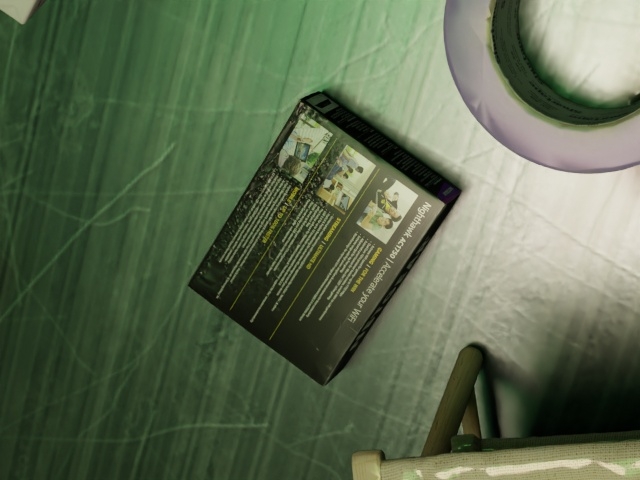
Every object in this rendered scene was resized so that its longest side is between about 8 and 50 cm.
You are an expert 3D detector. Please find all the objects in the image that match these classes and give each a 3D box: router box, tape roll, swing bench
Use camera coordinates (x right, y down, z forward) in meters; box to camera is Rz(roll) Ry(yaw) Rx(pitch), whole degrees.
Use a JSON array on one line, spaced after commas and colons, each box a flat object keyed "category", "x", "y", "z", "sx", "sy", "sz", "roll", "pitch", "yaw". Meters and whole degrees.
[{"category": "router box", "x": 0.000, "y": 0.000, "z": 1.136, "sx": 0.133, "sy": 0.046, "sz": 0.179, "roll": 37, "pitch": 113, "yaw": 9}, {"category": "tape roll", "x": 0.183, "y": -0.143, "z": 1.013, "sx": 0.189, "sy": 0.080, "sz": 0.189, "roll": 5, "pitch": 105, "yaw": 19}, {"category": "swing bench", "x": 0.188, "y": 0.167, "z": 0.990, "sx": 0.253, "sy": 0.255, "sz": 0.165, "roll": -6, "pitch": 101, "yaw": 22}]

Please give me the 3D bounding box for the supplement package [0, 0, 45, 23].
[{"category": "supplement package", "x": -0.206, "y": -0.322, "z": 1.023, "sx": 0.204, "sy": 0.145, "sz": 0.262, "roll": 35, "pitch": 130, "yaw": -6}]
